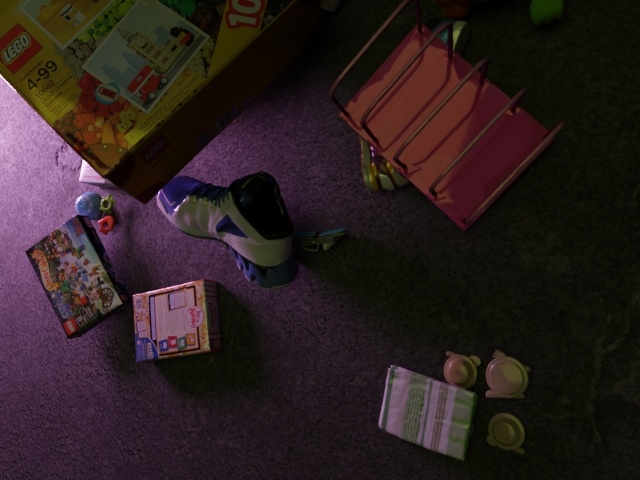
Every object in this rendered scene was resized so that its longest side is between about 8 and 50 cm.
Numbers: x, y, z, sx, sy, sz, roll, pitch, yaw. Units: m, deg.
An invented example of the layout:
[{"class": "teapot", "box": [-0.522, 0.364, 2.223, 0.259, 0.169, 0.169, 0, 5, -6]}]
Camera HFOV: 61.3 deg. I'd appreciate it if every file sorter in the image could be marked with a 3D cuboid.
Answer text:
[{"class": "file sorter", "box": [0.183, -0.186, 0.814, 0.290, 0.182, 0.202, 44, 100, 9]}]

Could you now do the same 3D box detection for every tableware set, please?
[{"class": "tableware set", "box": [0.252, 0.252, 0.849, 0.141, 0.020, 0.169, 5, 88, 32]}]

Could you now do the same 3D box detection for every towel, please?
[{"class": "towel", "box": [0.172, 0.277, 0.876, 0.152, 0.023, 0.113, 11, 94, 33]}]

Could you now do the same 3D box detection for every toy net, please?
[{"class": "toy net", "box": [-0.540, 0.002, 1.275, 0.122, 0.045, 0.232, 8, 89, 12]}]

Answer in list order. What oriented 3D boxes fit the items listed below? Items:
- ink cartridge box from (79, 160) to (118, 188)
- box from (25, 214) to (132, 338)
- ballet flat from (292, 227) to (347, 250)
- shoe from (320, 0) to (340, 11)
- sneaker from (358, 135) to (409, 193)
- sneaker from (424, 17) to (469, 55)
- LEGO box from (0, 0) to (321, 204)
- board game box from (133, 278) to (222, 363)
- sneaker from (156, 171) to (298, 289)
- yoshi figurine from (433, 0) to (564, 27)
[{"class": "ink cartridge box", "box": [-0.513, -0.190, 1.281, 0.088, 0.052, 0.123, 6, 86, 27]}, {"class": "box", "box": [-0.549, 0.082, 1.226, 0.159, 0.044, 0.233, -33, 81, 9]}, {"class": "ballet flat", "box": [0.000, 0.000, 1.009, 0.114, 0.041, 0.041, -5, 80, 26]}, {"class": "shoe", "box": [-0.049, -0.520, 1.084, 0.219, 0.058, 0.076, 32, 54, 21]}, {"class": "sneaker", "box": [0.113, -0.178, 0.964, 0.083, 0.069, 0.186, -9, 85, 16]}, {"class": "sneaker", "box": [0.192, -0.314, 0.944, 0.084, 0.058, 0.152, 24, 96, 30]}, {"class": "LEGO box", "box": [-0.299, -0.380, 0.994, 0.372, 0.193, 0.500, 43, 83, 7]}, {"class": "board game box", "box": [-0.301, 0.170, 1.125, 0.193, 0.045, 0.147, -13, 77, 24]}, {"class": "sneaker", "box": [-0.157, -0.066, 1.002, 0.315, 0.127, 0.182, 33, 136, 21]}, {"class": "yoshi figurine", "box": [0.368, -0.466, 0.846, 0.362, 0.204, 0.203, -2, 41, 40]}]
